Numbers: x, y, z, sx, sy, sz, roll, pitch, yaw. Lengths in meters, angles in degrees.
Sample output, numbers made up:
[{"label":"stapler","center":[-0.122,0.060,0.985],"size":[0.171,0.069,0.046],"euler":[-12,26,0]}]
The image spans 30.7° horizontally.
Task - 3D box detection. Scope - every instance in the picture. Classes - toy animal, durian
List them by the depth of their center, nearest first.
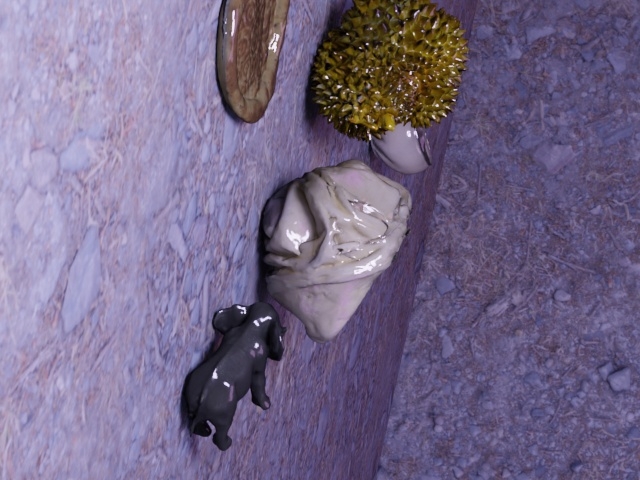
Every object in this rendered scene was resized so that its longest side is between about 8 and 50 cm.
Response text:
[{"label":"toy animal","center":[-0.109,0.184,1.658],"size":[0.245,0.114,0.146],"euler":[-66,162,-46]},{"label":"durian","center":[0.104,-0.287,1.939],"size":[0.293,0.258,0.258],"euler":[-57,161,-14]}]

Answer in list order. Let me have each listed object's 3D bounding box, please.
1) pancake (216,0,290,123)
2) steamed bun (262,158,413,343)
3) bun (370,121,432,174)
[{"label":"pancake","center":[-0.086,-0.280,1.564],"size":[0.250,0.031,0.250],"euler":[12,90,-77]},{"label":"steamed bun","center":[0.000,0.000,1.840],"size":[0.280,0.207,0.268],"euler":[-55,-176,36]},{"label":"bun","center":[0.168,-0.220,2.519],"size":[0.173,0.120,0.173],"euler":[-17,90,-80]}]
